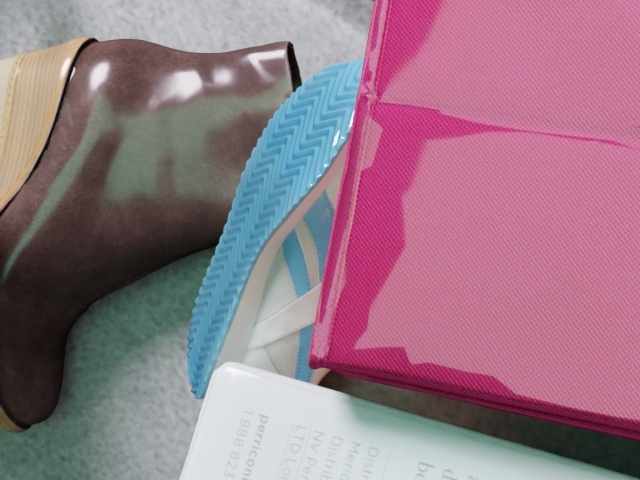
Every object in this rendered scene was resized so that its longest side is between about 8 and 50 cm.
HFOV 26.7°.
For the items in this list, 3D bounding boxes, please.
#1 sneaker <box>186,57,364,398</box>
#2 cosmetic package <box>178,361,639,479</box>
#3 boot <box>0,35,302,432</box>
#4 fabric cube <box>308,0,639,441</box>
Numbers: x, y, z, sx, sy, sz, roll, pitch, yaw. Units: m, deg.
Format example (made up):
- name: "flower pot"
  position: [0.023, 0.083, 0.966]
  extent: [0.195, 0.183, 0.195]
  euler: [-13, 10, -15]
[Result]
- name: "sneaker"
  position: [0.000, 0.000, 0.772]
  extent: [0.092, 0.087, 0.229]
  euler: [13, 121, -22]
- name: "cosmetic package"
  position: [0.160, 0.208, 0.663]
  extent: [0.453, 0.230, 0.161]
  euler: [15, 78, 14]
- name: "boot"
  position: [-0.113, -0.003, 0.829]
  extent: [0.207, 0.090, 0.248]
  euler: [1, 89, 11]
- name: "fabric cube"
  position: [0.166, -0.032, 0.678]
  extent: [0.258, 0.254, 0.259]
  euler: [10, 88, 14]
